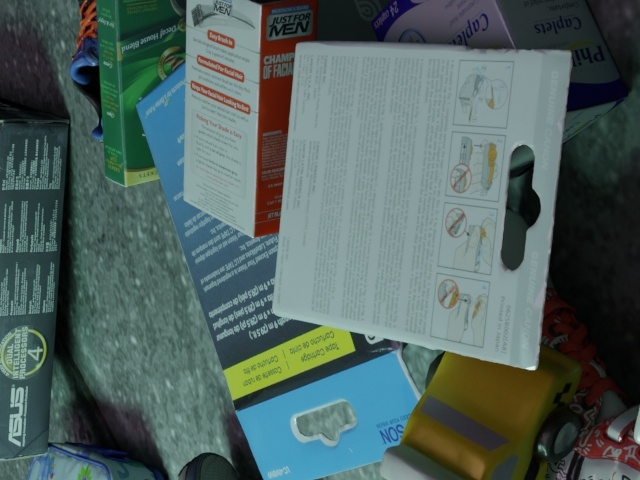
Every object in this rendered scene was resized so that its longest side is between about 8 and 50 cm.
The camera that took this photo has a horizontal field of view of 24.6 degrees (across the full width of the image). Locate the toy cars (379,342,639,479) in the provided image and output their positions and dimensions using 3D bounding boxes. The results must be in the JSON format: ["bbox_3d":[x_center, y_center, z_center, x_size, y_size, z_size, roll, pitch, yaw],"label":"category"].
[{"bbox_3d":[0.156,0.099,0.852,0.394,0.087,0.176,-34,68,34],"label":"toy cars"}]

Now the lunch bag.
[{"bbox_3d":[-0.259,0.316,1.646,0.219,0.090,0.176,2,82,55],"label":"lunch bag"}]

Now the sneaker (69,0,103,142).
[{"bbox_3d":[-0.200,-0.184,1.393,0.083,0.087,0.221,-46,61,51],"label":"sneaker"}]

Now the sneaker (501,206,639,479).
[{"bbox_3d":[0.173,0.103,0.954,0.145,0.090,0.270,-8,81,37],"label":"sneaker"}]

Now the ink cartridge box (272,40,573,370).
[{"bbox_3d":[0.068,-0.027,0.920,0.232,0.066,0.189,9,95,42],"label":"ink cartridge box"}]

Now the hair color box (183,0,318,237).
[{"bbox_3d":[-0.051,-0.097,1.036,0.093,0.053,0.167,28,124,46],"label":"hair color box"}]

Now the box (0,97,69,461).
[{"bbox_3d":[-0.412,0.027,1.743,0.318,0.097,0.394,20,108,51],"label":"box"}]

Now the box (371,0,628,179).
[{"bbox_3d":[0.113,-0.120,0.962,0.126,0.072,0.137,-40,69,55],"label":"box"}]

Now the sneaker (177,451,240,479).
[{"bbox_3d":[-0.038,0.292,1.346,0.122,0.110,0.283,-50,49,20],"label":"sneaker"}]

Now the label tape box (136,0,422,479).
[{"bbox_3d":[0.000,0.000,1.144,0.249,0.115,0.347,-29,80,55],"label":"label tape box"}]

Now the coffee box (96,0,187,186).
[{"bbox_3d":[-0.138,-0.146,1.297,0.040,0.113,0.184,24,120,47],"label":"coffee box"}]
